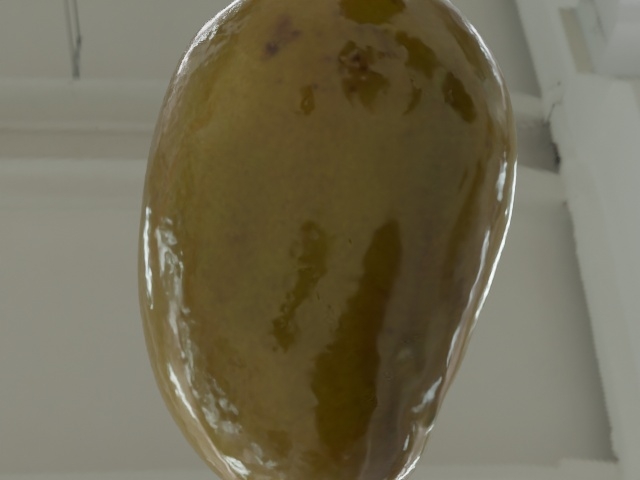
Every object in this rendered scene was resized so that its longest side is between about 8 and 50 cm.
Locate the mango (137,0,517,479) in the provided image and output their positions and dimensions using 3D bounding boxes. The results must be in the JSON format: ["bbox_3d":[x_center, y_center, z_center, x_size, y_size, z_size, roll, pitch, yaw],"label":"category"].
[{"bbox_3d":[0.000,0.000,0.913,0.300,0.232,0.446,4,-92,17],"label":"mango"}]
